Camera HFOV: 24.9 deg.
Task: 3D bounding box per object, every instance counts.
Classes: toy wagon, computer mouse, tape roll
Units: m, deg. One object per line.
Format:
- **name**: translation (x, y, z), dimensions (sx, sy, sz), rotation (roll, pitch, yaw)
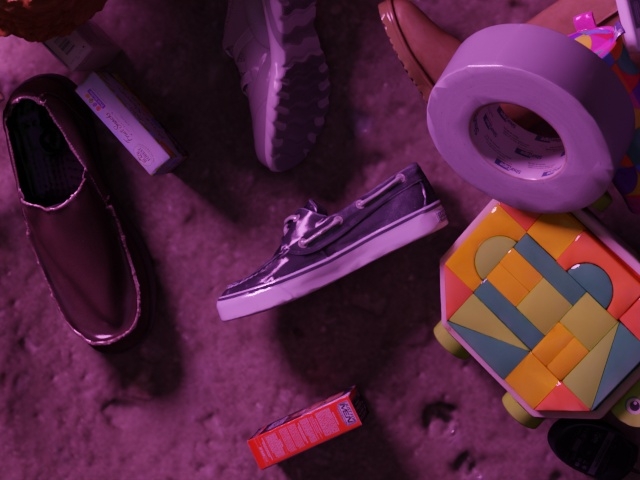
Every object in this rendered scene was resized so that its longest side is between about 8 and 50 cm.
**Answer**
- **toy wagon**: translation (0.300, 0.098, 1.684), dimensions (0.344, 0.068, 0.267), rotation (46, 110, 17)
- **computer mouse**: translation (0.388, 0.274, 1.750), dimensions (0.242, 0.041, 0.071), rotation (26, 108, 0)
- **tape roll**: translation (0.229, -0.130, 1.586), dimensions (0.219, 0.219, 0.072), rotation (28, 58, 6)

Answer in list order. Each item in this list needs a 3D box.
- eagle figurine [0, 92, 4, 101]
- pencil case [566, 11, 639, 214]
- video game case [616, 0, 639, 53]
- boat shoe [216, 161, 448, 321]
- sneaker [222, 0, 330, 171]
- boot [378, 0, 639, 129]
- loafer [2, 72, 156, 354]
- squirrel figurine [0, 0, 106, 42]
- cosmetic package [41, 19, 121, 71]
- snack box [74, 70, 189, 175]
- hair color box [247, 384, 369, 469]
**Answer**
- **eagle figurine**: translation (-0.502, -0.091, 1.770), dimensions (0.225, 0.226, 0.298), rotation (38, 99, 1)
- **pencil case**: translation (0.343, -0.139, 1.640), dimensions (0.104, 0.104, 0.236), rotation (-30, 117, 11)
- **video game case**: translation (0.404, -0.322, 1.647), dimensions (0.173, 0.022, 0.190), rotation (-15, 93, -21)
- **boat shoe**: translation (0.000, 0.000, 1.751), dimensions (0.301, 0.108, 0.102), rotation (-26, 91, 9)
- **sneaker**: translation (-0.062, -0.225, 1.759), dimensions (0.115, 0.105, 0.281), rotation (5, 100, 39)
- **boot**: translation (0.235, -0.243, 1.699), dimensions (0.269, 0.089, 0.236), rotation (-30, 103, 12)
- **loafer**: translation (-0.317, -0.026, 1.789), dimensions (0.134, 0.130, 0.366), rotation (-21, 92, 12)
- **squirrel figurine**: translation (-0.364, -0.420, 1.657), dimensions (0.370, 0.281, 0.397), rotation (28, 74, 13)
- **cosmetic package**: translation (-0.293, -0.240, 1.771), dimensions (0.060, 0.115, 0.041), rotation (44, 102, 4)
- **snack box**: translation (-0.230, -0.144, 1.777), dimensions (0.037, 0.100, 0.141), rotation (-43, 88, 11)
- **hair color box**: translation (-0.014, 0.231, 1.793), dimensions (0.141, 0.072, 0.043), rotation (-25, 91, 10)
